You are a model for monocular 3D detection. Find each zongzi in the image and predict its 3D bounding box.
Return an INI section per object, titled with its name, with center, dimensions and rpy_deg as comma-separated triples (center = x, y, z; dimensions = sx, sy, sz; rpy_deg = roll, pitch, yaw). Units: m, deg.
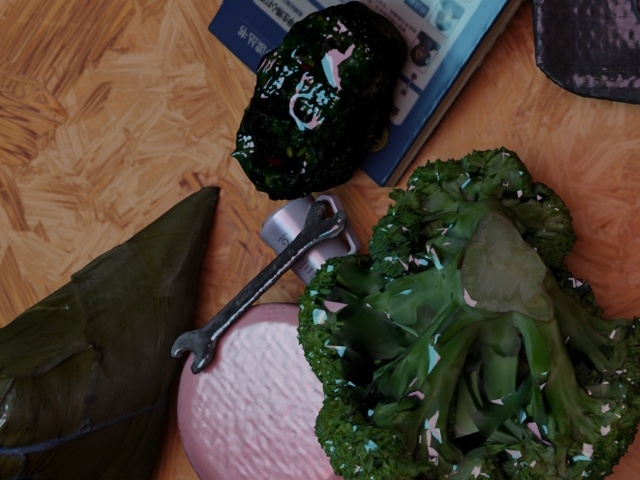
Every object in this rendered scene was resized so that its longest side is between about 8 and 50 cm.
[zongzi]
center = -0.270, 0.096, 1.878
dimensions = 0.174, 0.356, 0.393
rpy_deg = 23, 94, 27

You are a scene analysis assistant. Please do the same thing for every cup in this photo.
[cup]
center = 0.000, 0.000, 1.925
dimensions = 0.116, 0.074, 0.104
rpy_deg = 50, 122, 12

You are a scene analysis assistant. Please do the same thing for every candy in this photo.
[candy]
center = -0.046, 0.185, 1.925
dimensions = 0.255, 0.094, 0.255
rpy_deg = -1, 88, 20

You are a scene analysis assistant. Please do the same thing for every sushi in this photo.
[sushi]
center = -0.002, -0.148, 1.856
dimensions = 0.124, 0.127, 0.225
rpy_deg = 39, 118, 21

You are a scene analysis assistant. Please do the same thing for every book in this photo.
[book]
center = 0.078, -0.308, 1.870
dimensions = 0.300, 0.039, 0.428
rpy_deg = 44, 119, 17

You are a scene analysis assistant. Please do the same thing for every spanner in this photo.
[spanner]
center = -0.068, 0.051, 1.891
dimensions = 0.254, 0.015, 0.054
rpy_deg = -44, 54, 6

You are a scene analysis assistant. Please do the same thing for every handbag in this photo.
[handbag]
center = 0.313, -0.271, 1.829
dimensions = 0.175, 0.088, 0.270
rpy_deg = -1, 87, 13

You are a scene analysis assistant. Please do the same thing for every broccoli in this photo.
[broccoli]
center = 0.160, 0.116, 1.745
dimensions = 0.310, 0.321, 0.413
rpy_deg = -17, 35, 52
